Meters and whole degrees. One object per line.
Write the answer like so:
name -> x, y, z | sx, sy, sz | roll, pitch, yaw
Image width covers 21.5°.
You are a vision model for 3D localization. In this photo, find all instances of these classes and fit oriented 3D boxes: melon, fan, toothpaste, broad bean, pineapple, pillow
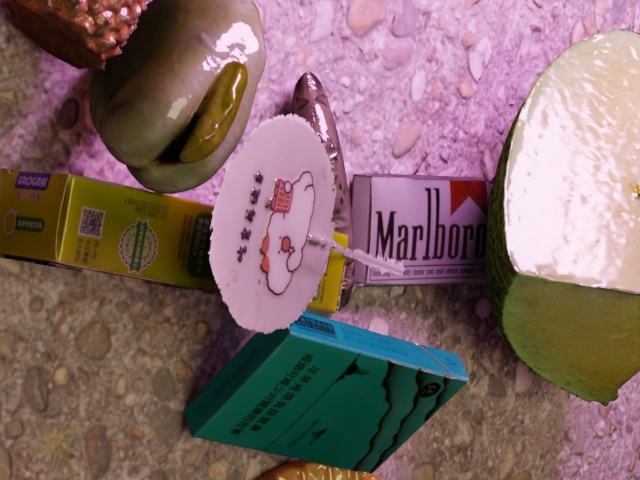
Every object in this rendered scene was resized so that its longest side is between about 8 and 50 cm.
melon -> 0.297, -0.044, 1.791 | 0.331, 0.226, 0.344 | 40, 44, -43
fan -> 0.001, 0.000, 1.498 | 0.329, 0.009, 0.191 | 23, 77, -57
toothpaste -> -0.129, 0.003, 1.483 | 0.327, 0.110, 0.077 | 12, 85, -42
broad bean -> -0.119, -0.139, 1.413 | 0.169, 0.228, 0.100 | -34, 131, 8
pineapple -> -0.149, -0.274, 1.427 | 0.130, 0.119, 0.277 | 30, 71, -1
pillow -> 0.004, -0.040, 1.613 | 0.051, 0.093, 0.241 | -8, 105, -4

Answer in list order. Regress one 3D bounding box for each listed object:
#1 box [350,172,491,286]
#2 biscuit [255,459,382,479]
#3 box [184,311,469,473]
box -> 0.103, -0.010, 1.736 | 0.177, 0.036, 0.115 | -1, 95, -41
biscuit -> 0.024, 0.342, 1.702 | 0.204, 0.040, 0.309 | -40, 119, -31
box -> 0.008, 0.147, 1.594 | 0.226, 0.161, 0.042 | 17, 39, -37
